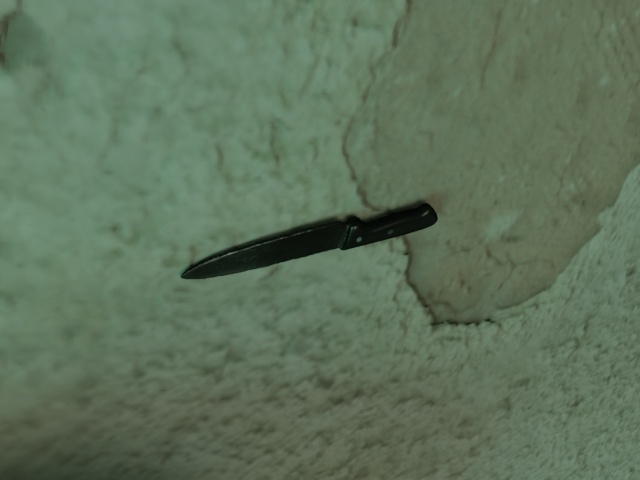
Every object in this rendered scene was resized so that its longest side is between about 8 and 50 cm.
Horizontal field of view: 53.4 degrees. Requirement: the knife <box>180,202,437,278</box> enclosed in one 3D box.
[{"bbox_3d":[0.000,0.000,0.376,0.170,0.010,0.023,-14,128,-24],"label":"knife"}]
